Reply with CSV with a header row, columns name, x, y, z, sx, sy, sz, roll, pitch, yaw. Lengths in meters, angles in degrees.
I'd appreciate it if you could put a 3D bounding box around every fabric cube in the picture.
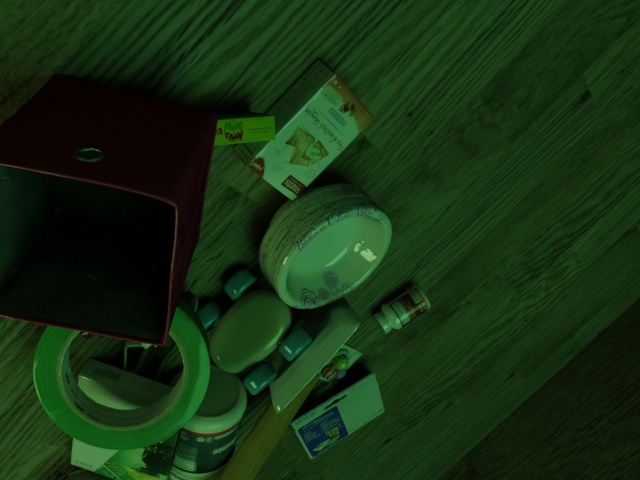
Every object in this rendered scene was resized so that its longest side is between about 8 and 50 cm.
name,x,y,z,sx,sy,sz,roll,pitch,yaw
fabric cube,-0.304,-0.048,0.884,0.254,0.258,0.259,12,126,-5

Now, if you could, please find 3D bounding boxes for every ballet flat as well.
name,x,y,z,sx,sy,sz,roll,pitch,yaw
ballet flat,-0.357,0.217,1.318,0.096,0.095,0.280,15,118,-32

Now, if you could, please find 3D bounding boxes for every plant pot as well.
name,x,y,z,sx,sy,sz,roll,pitch,yaw
plant pot,-0.542,0.605,1.504,0.237,0.110,0.237,-14,162,-5

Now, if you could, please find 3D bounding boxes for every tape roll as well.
name,x,y,z,sx,sy,sz,roll,pitch,yaw
tape roll,-0.374,0.239,1.196,0.321,0.077,0.321,-2,101,-10

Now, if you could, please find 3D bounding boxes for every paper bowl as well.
name,x,y,z,sx,sy,sz,roll,pitch,yaw
paper bowl,0.000,0.000,1.331,0.284,0.148,0.284,-24,142,-21

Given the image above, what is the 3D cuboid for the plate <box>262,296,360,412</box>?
name,x,y,z,sx,sy,sz,roll,pitch,yaw
plate,-0.043,0.230,1.458,0.045,0.277,0.278,40,95,-20

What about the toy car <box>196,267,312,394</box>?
name,x,y,z,sx,sy,sz,roll,pitch,yaw
toy car,-0.136,0.200,1.432,0.210,0.219,0.238,-45,171,7

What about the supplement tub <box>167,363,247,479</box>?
name,x,y,z,sx,sy,sz,roll,pitch,yaw
supplement tub,-0.293,0.453,1.519,0.191,0.191,0.272,-10,133,-32

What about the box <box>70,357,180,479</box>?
name,x,y,z,sx,sy,sz,roll,pitch,yaw
box,-0.429,0.423,1.381,0.232,0.058,0.322,19,125,0

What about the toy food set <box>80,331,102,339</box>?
name,x,y,z,sx,sy,sz,roll,pitch,yaw
toy food set,-0.435,0.170,1.261,0.122,0.019,0.078,-26,140,-15

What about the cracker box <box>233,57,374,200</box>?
name,x,y,z,sx,sy,sz,roll,pitch,yaw
cracker box,-0.029,-0.203,1.176,0.232,0.067,0.155,-45,142,9

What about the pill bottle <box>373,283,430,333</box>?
name,x,y,z,sx,sy,sz,roll,pitch,yaw
pill bottle,0.230,0.197,1.768,0.152,0.086,0.086,-32,142,-7

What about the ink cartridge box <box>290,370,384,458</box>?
name,x,y,z,sx,sy,sz,roll,pitch,yaw
ink cartridge box,0.054,0.545,1.993,0.303,0.072,0.307,-29,139,-11

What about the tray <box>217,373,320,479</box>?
name,x,y,z,sx,sy,sz,roll,pitch,yaw
tray,-0.152,0.513,1.602,0.411,0.076,0.203,-54,174,-20

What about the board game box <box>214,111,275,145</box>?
name,x,y,z,sx,sy,sz,roll,pitch,yaw
board game box,-0.177,-0.187,1.046,0.181,0.092,0.043,-11,109,-31

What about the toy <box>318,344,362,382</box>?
name,x,y,z,sx,sy,sz,roll,pitch,yaw
toy,0.035,0.365,1.803,0.137,0.056,0.237,-43,142,7
